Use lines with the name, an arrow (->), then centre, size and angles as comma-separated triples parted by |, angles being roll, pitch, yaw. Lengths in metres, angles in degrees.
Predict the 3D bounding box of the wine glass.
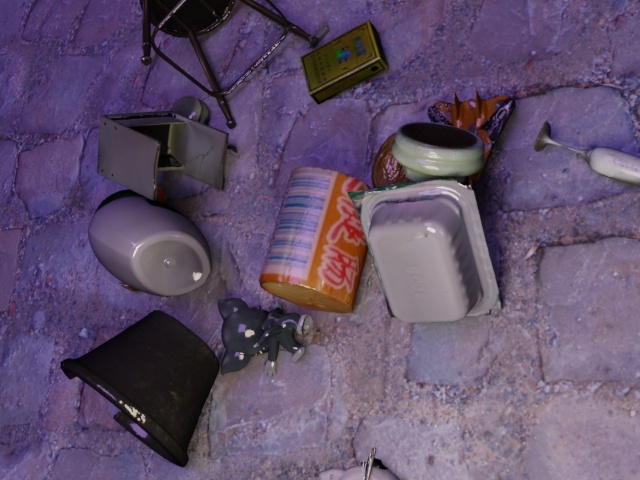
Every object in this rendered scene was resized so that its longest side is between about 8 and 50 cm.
wine glass -> 0.582, -0.177, 1.600 | 0.262, 0.074, 0.074 | 29, 85, 35

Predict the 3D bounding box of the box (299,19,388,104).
box -> 0.062, -0.478, 2.035 | 0.220, 0.064, 0.141 | -25, 58, 21

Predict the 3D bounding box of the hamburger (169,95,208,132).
hamburger -> -0.397, -0.364, 2.251 | 0.133, 0.062, 0.140 | 30, 87, 40

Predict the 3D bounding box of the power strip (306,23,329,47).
power strip -> -0.009, -0.579, 2.148 | 0.083, 0.017, 0.027 | -48, 53, 3

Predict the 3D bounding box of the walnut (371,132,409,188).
walnut -> 0.197, -0.161, 1.765 | 0.155, 0.155, 0.184 | 13, 77, 33

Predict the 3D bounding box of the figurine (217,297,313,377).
figurine -> -0.134, 0.231, 1.792 | 0.265, 0.140, 0.193 | -7, 83, 53

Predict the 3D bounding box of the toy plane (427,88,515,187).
toy plane -> 0.338, -0.183, 1.726 | 0.204, 0.103, 0.316 | -1, 78, 22

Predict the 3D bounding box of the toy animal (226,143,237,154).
toy animal -> -0.262, -0.255, 2.143 | 0.084, 0.050, 0.028 | 1, 109, 26

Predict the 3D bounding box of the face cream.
face cream -> -0.446, 0.009, 1.961 | 0.357, 0.312, 0.219 | 29, 96, 54

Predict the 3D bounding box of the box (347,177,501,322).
box -> 0.207, 0.047, 1.560 | 0.264, 0.336, 0.106 | -6, 28, 29

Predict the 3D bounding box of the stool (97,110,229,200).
stool -> -0.434, -0.239, 2.074 | 0.270, 0.244, 0.170 | 24, 115, 35

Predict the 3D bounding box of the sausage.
sausage -> 0.000, 0.000, 1.758 | 0.233, 0.233, 0.287 | 5, 71, 32

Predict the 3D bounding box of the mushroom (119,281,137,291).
mushroom -> -0.551, 0.069, 2.153 | 0.060, 0.061, 0.187 | -43, 50, 13

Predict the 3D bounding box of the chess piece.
chess piece -> 0.234, -0.087, 1.629 | 0.194, 0.194, 0.299 | 27, 122, 36

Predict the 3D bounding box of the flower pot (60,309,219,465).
flower pot -> -0.387, 0.329, 1.795 | 0.379, 0.379, 0.251 | 23, 60, 35

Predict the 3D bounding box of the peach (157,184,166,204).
peach -> -0.498, -0.118, 2.182 | 0.101, 0.101, 0.100 | -12, 63, 25

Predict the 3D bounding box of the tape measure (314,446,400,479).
tape measure -> 0.090, 0.540, 1.543 | 0.178, 0.105, 0.196 | -29, 56, 16

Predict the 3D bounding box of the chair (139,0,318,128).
chair -> -0.312, -0.634, 2.150 | 0.362, 0.365, 0.410 | -43, 48, 12
